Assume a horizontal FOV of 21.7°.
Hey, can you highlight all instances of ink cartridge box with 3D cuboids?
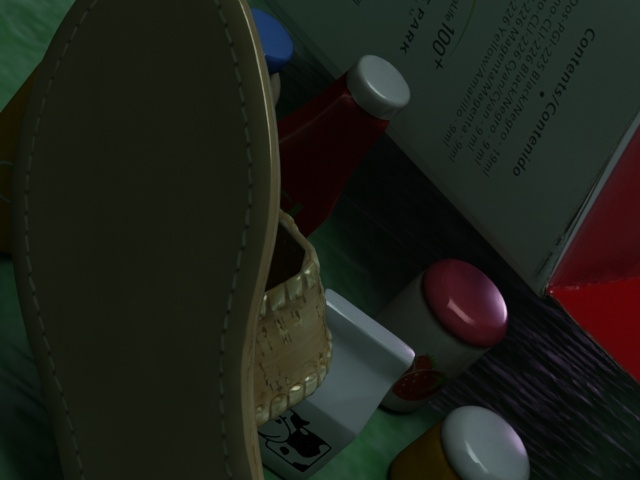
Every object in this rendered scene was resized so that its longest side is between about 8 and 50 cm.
[{"bbox_3d":[0.184,-0.080,0.707,0.309,0.130,0.272,-8,45,-39],"label":"ink cartridge box"}]

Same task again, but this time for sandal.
[{"bbox_3d":[-0.035,0.037,0.507,0.079,0.088,0.240,16,68,-65],"label":"sandal"}]

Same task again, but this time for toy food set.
[{"bbox_3d":[0.000,0.000,0.592,0.232,0.104,0.111,37,35,-12],"label":"toy food set"}]
